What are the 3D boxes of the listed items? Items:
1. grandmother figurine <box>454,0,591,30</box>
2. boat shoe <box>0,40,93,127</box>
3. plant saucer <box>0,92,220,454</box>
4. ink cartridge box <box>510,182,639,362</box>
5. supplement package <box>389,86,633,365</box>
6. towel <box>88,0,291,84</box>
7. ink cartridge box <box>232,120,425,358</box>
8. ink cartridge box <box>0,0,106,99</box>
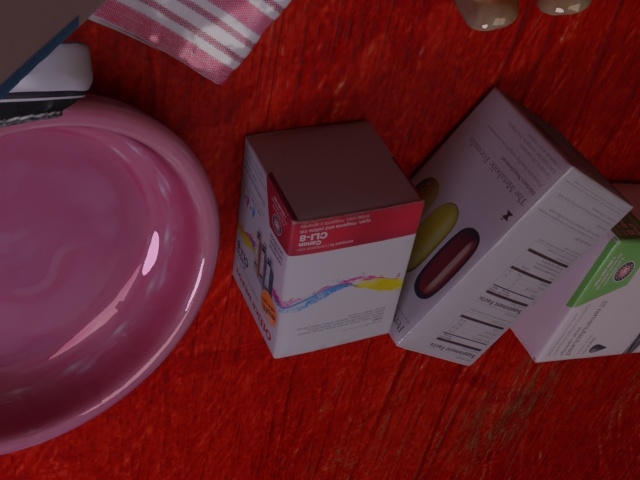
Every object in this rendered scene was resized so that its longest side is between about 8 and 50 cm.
[{"bbox_3d":[0.118,-0.312,0.617,0.208,0.104,0.342,-15,137,4],"label":"grandmother figurine"},{"bbox_3d":[-0.276,-0.046,0.499,0.306,0.113,0.104,-13,102,-10],"label":"boat shoe"},{"bbox_3d":[-0.241,0.025,0.708,0.332,0.084,0.332,-26,137,-27],"label":"plant saucer"},{"bbox_3d":[0.383,0.037,1.104,0.273,0.114,0.198,-1,131,-30],"label":"ink cartridge box"},{"bbox_3d":[0.166,-0.007,0.914,0.134,0.139,0.244,21,118,-44],"label":"supplement package"},{"bbox_3d":[-0.067,-0.211,0.644,0.144,0.029,0.197,21,123,-43],"label":"towel"},{"bbox_3d":[0.000,0.000,0.830,0.127,0.128,0.176,-11,135,-21],"label":"ink cartridge box"},{"bbox_3d":[-0.255,-0.160,0.367,0.270,0.198,0.197,-6,120,9],"label":"ink cartridge box"}]
